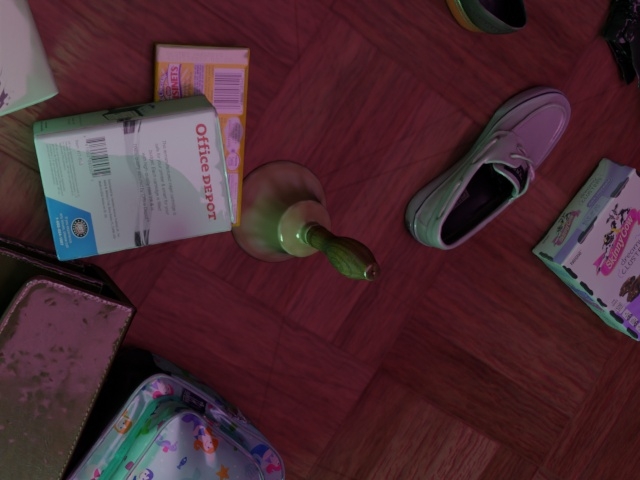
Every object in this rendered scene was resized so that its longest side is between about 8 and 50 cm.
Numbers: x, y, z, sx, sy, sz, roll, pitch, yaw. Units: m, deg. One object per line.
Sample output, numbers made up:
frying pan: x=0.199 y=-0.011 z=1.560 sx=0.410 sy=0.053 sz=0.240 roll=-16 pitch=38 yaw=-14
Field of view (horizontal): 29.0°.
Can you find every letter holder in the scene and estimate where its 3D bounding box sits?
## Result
letter holder: x=-0.363 y=0.152 z=1.299 sx=0.214 sy=0.152 sz=0.302 roll=22 pitch=96 yaw=-28

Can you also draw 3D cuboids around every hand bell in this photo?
hand bell: x=0.000 y=0.000 z=1.375 sx=0.126 sy=0.242 sz=0.126 roll=-8 pitch=110 yaw=-23

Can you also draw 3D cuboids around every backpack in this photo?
backpack: x=-0.168 y=0.274 z=1.421 sx=0.253 sy=0.191 sz=0.225 roll=40 pitch=86 yaw=-35

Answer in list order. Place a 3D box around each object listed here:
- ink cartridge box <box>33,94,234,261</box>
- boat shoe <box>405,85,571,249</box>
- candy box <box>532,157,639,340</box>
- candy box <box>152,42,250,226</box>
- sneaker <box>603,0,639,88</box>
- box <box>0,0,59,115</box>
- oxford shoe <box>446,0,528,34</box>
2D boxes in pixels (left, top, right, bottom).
ink cartridge box: x=-0.200 y=-0.069 z=1.326 sx=0.190 sy=0.082 sz=0.140 roll=-11 pitch=110 yaw=-11
boat shoe: x=0.223 y=-0.089 z=1.546 sx=0.267 sy=0.088 sz=0.096 roll=-39 pitch=119 yaw=-10
candy box: x=0.408 y=0.013 z=1.680 sx=0.196 sy=0.070 sz=0.165 roll=40 pitch=87 yaw=-31
candy box: x=-0.137 y=-0.116 z=1.387 sx=0.105 sy=0.027 sz=0.206 roll=1 pitch=106 yaw=-13
sneaker: x=0.397 y=-0.286 z=1.590 sx=0.089 sy=0.051 sz=0.170 roll=-44 pitch=123 yaw=-13
box: x=-0.348 y=-0.261 z=1.197 sx=0.094 sy=0.113 sz=0.275 roll=-24 pitch=114 yaw=-17
oxford shoe: x=0.163 y=-0.354 z=1.425 sx=0.097 sy=0.098 sz=0.271 roll=-43 pitch=119 yaw=-8
